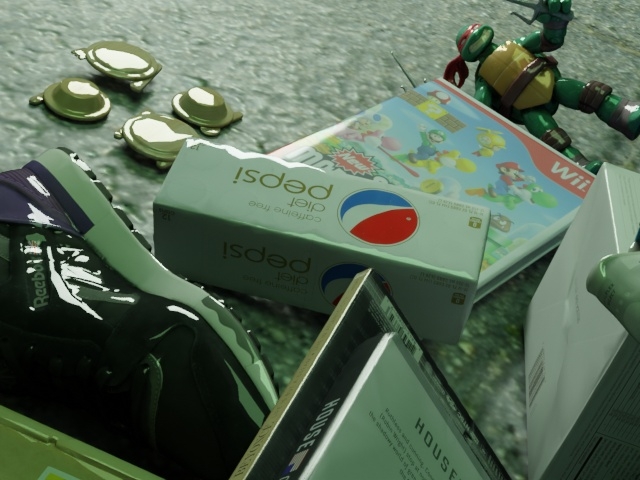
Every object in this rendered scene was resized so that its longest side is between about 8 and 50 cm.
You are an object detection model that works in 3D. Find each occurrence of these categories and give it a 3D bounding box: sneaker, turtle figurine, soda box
[{"bbox_3d":[0.218,0.008,0.563,0.190,0.071,0.083,-14,41,-38],"label":"sneaker"},{"bbox_3d":[0.196,-0.155,0.997,0.234,0.175,0.118,41,20,17],"label":"turtle figurine"},{"bbox_3d":[0.000,0.000,0.698,0.216,0.069,0.074,13,45,6],"label":"soda box"},{"bbox_3d":[-0.133,0.064,0.569,0.124,0.107,0.283,-26,48,-31],"label":"sneaker"}]

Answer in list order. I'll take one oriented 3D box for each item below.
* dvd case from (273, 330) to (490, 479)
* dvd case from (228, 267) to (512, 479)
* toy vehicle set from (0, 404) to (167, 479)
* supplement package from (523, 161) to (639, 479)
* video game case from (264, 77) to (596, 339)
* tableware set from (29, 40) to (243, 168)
[{"bbox_3d":[0.034,0.171,0.442,0.179,0.029,0.239,58,30,-11],"label":"dvd case"},{"bbox_3d":[0.033,0.133,0.517,0.164,0.018,0.221,57,30,-13],"label":"dvd case"},{"bbox_3d":[-0.120,0.166,0.461,0.267,0.035,0.166,23,33,6],"label":"toy vehicle set"},{"bbox_3d":[0.253,0.084,0.665,0.203,0.149,0.194,19,34,-1],"label":"supplement package"},{"bbox_3d":[0.083,-0.038,0.836,0.204,0.025,0.285,38,45,26],"label":"video game case"},{"bbox_3d":[-0.151,-0.117,0.871,0.168,0.020,0.141,28,36,11],"label":"tableware set"}]
